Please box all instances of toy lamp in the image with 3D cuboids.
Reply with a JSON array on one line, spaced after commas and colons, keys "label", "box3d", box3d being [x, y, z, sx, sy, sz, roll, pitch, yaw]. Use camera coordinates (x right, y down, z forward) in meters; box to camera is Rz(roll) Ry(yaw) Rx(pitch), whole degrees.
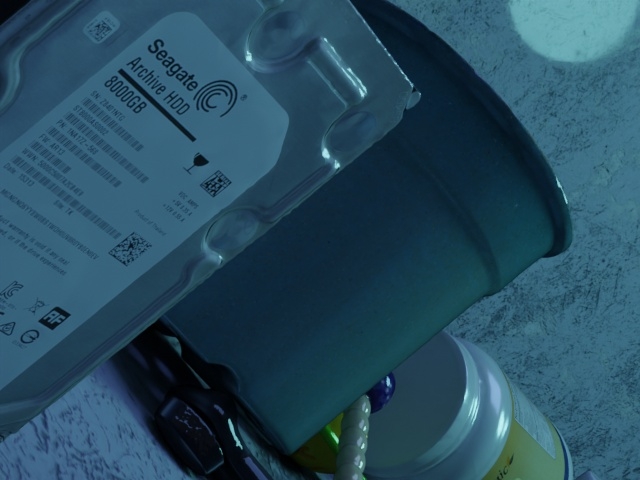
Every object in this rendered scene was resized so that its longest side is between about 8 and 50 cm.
[{"label": "toy lamp", "box3d": [0.027, 0.223, 1.252, 0.080, 0.080, 0.275, 49, 28, -21]}]

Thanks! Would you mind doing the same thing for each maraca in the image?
[{"label": "maraca", "box3d": [0.005, 0.205, 1.442, 0.127, 0.099, 0.186, 55, -3, 45]}]

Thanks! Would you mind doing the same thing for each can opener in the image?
[{"label": "can opener", "box3d": [-0.074, 0.199, 1.140, 0.186, 0.073, 0.059, 53, -34, -13]}]

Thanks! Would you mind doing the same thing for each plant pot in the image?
[{"label": "plant pot", "box3d": [0.000, 0.000, 1.252, 0.341, 0.334, 0.341, 44, -11, 10]}]

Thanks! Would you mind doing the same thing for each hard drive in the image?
[{"label": "hard drive", "box3d": [-0.131, -0.036, 0.676, 0.064, 0.339, 0.237, 54, 6, 35]}]

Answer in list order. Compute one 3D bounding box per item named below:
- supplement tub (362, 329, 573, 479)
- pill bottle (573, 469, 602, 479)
[{"label": "supplement tub", "box3d": [0.164, 0.257, 1.688, 0.316, 0.228, 0.228, 45, 8, -45]}, {"label": "pill bottle", "box3d": [0.144, 0.306, 1.022, 0.153, 0.264, 0.153, 50, 5, -6]}]
